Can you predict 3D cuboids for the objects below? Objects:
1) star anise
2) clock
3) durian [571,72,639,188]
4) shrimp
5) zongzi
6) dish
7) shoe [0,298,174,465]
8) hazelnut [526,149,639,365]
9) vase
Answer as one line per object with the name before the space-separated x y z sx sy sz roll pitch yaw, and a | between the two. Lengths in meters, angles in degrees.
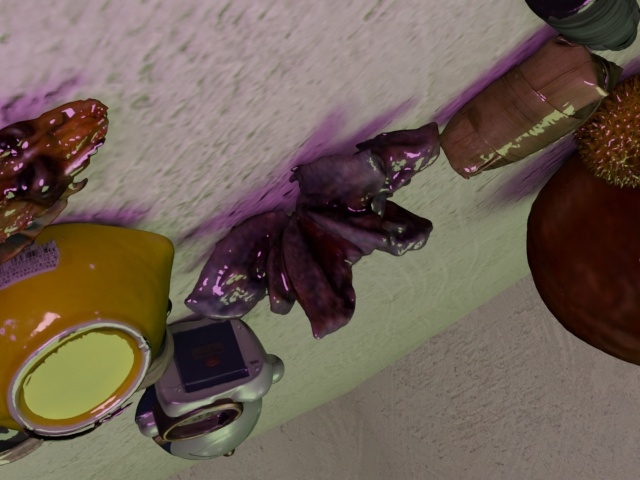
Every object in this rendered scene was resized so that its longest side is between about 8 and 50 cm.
star anise | -0.003 0.002 0.660 0.283 0.129 0.212 -30 -178 15
clock | -0.142 0.189 0.942 0.200 0.146 0.243 -18 158 -21
durian | 0.384 -0.135 0.915 0.168 0.137 0.158 -44 -178 1
shrimp | -0.212 0.011 0.396 0.267 0.061 0.145 -38 175 11
zongzi | 0.205 -0.124 0.719 0.160 0.078 0.176 -31 175 30
dish | -0.175 0.076 0.505 0.208 0.080 0.148 -38 135 -9
shoe | -0.216 0.096 0.612 0.228 0.099 0.112 -22 157 -40
hazelnut | 0.514 -0.001 1.088 0.421 0.421 0.352 -26 128 -14
vase | 0.211 -0.178 0.572 0.060 0.059 0.211 -38 164 28
